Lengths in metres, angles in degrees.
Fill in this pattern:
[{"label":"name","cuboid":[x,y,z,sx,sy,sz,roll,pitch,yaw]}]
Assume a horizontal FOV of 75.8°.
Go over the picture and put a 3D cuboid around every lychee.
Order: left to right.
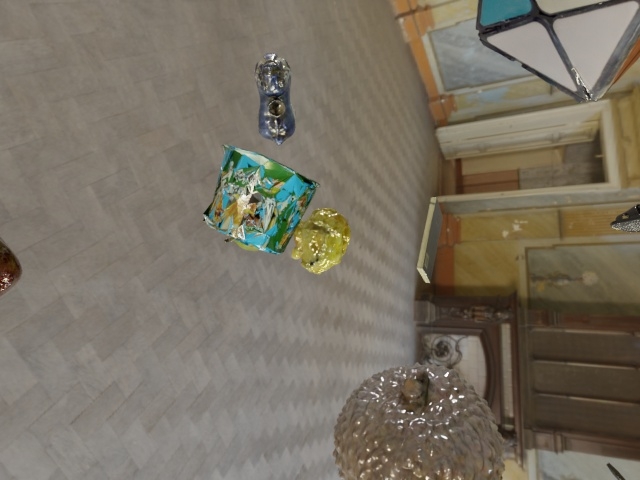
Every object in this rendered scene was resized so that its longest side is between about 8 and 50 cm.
[{"label":"lychee","cuboid":[0.224,0.479,0.931,0.380,0.379,0.433,-45,131,-56]}]

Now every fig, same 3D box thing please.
[{"label":"fig","cuboid":[-0.489,0.017,0.551,0.103,0.154,0.109,-51,172,-46]}]

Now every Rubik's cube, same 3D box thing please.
[{"label":"Rubik's cube","cuboid":[0.482,-0.490,0.713,0.307,0.310,0.305,-46,159,3]}]

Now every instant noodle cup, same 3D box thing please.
[{"label":"instant noodle cup","cuboid":[-0.135,-0.082,0.905,0.240,0.240,0.178,21,91,-61]}]

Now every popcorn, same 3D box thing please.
[{"label":"popcorn","cuboid":[0.000,0.000,1.736,0.215,0.251,0.287,-105,-152,-74]}]

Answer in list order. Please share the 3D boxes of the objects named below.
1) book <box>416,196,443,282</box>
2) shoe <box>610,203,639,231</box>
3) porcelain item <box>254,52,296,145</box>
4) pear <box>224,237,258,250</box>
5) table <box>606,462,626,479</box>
[{"label":"book","cuboid":[0.403,0.003,1.502,0.191,0.025,0.270,43,59,-60]},{"label":"shoe","cuboid":[0.753,-0.059,0.951,0.159,0.062,0.053,122,-12,-81]},{"label":"porcelain item","cuboid":[-0.146,-0.459,1.358,0.186,0.137,0.288,-105,-167,-57]},{"label":"pear","cuboid":[-0.225,-0.041,1.306,0.180,0.166,0.216,59,34,-21]},{"label":"table","cuboid":[0.948,0.658,1.028,0.317,0.317,0.249,36,31,-57]}]
